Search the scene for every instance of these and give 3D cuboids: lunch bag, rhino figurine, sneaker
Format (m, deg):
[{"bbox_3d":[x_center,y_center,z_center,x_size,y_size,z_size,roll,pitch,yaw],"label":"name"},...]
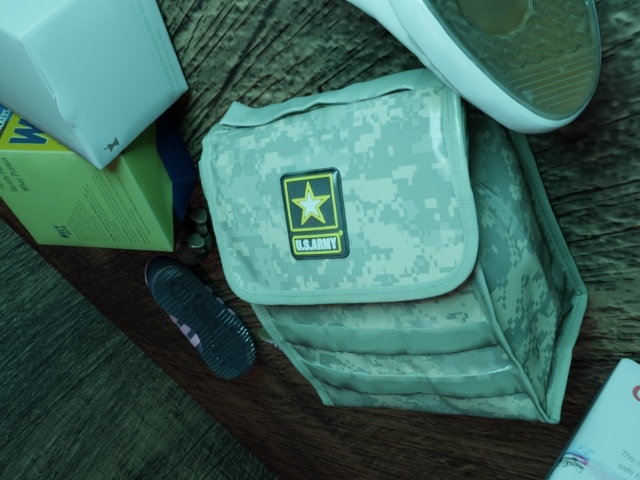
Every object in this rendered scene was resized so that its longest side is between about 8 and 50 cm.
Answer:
[{"bbox_3d":[0.054,0.004,0.590,0.235,0.169,0.287,-5,131,37],"label":"lunch bag"},{"bbox_3d":[-0.266,-0.048,1.182,0.243,0.073,0.106,37,155,14],"label":"rhino figurine"},{"bbox_3d":[-0.062,0.188,1.321,0.118,0.042,0.067,9,138,49],"label":"sneaker"},{"bbox_3d":[0.043,-0.177,0.427,0.290,0.106,0.123,52,164,-1],"label":"sneaker"},{"bbox_3d":[-0.239,0.146,1.482,0.131,0.112,0.319,39,162,55],"label":"sneaker"}]

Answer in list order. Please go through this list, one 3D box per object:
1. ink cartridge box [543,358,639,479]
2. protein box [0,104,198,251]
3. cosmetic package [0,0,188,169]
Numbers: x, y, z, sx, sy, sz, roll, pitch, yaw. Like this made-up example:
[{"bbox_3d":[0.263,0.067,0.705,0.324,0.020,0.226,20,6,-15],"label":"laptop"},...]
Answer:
[{"bbox_3d":[0.280,0.291,0.660,0.198,0.270,0.197,32,157,23],"label":"ink cartridge box"},{"bbox_3d":[-0.294,-0.099,0.948,0.201,0.136,0.199,3,146,12],"label":"protein box"},{"bbox_3d":[-0.345,-0.257,0.818,0.366,0.155,0.197,31,156,23],"label":"cosmetic package"}]
